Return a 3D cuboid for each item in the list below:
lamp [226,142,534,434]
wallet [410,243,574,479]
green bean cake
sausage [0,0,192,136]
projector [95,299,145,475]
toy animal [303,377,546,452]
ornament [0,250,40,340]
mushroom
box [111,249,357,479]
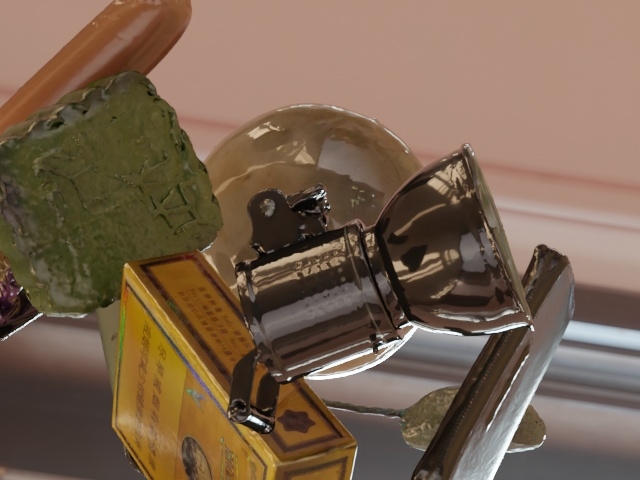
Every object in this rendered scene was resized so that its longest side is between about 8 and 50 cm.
[{"bbox_3d":[0.026,0.027,1.262,0.147,0.227,0.172,44,28,-72],"label":"lamp"},{"bbox_3d":[0.145,0.130,1.410,0.250,0.044,0.149,-59,159,-17],"label":"wallet"},{"bbox_3d":[-0.225,-0.045,1.683,0.200,0.214,0.113,64,-25,-8],"label":"green bean cake"},{"bbox_3d":[-0.253,-0.168,1.806,0.289,0.086,0.086,-41,-173,4],"label":"sausage"},{"bbox_3d":[-0.189,0.127,1.893,0.337,0.108,0.108,-114,-150,-57],"label":"projector"},{"bbox_3d":[0.096,0.168,1.675,0.070,0.253,0.079,-78,176,-64],"label":"toy animal"},{"bbox_3d":[-0.325,0.006,1.829,0.088,0.081,0.203,-38,162,-40],"label":"ornament"},{"bbox_3d":[0.000,0.000,2.230,0.294,0.362,0.362,-2,102,-65],"label":"mushroom"},{"bbox_3d":[-0.085,0.170,1.492,0.301,0.084,0.193,47,-41,45],"label":"box"}]
